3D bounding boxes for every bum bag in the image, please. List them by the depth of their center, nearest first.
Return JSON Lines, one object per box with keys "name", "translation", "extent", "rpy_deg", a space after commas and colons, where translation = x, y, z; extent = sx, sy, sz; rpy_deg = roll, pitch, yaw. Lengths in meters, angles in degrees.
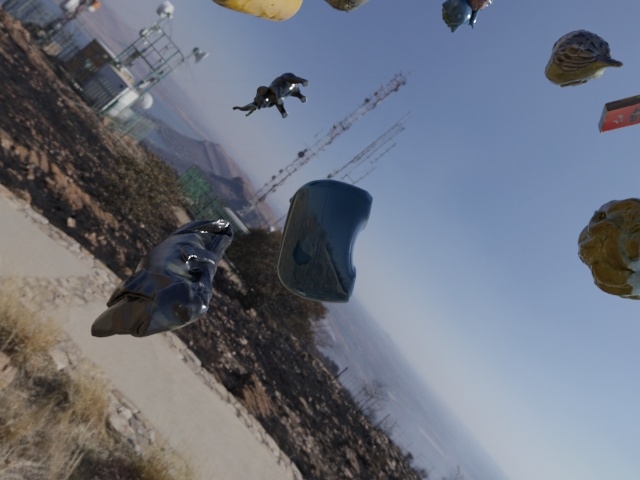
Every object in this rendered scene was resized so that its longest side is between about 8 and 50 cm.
{"name": "bum bag", "translation": [-0.211, 0.048, 0.583], "extent": [0.340, 0.144, 0.095], "rpy_deg": [-108, 178, -69]}

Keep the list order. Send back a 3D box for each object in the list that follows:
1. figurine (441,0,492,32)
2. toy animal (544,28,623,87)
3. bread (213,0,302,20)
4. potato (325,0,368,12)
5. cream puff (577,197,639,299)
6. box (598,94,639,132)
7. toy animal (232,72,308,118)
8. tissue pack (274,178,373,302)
{"name": "figurine", "translation": [0.477, -0.767, 1.291], "extent": [0.114, 0.178, 0.144], "rpy_deg": [46, 31, -38]}
{"name": "toy animal", "translation": [0.462, -0.325, 0.700], "extent": [0.098, 0.098, 0.137], "rpy_deg": [50, -5, -15]}
{"name": "bread", "translation": [-0.145, -0.608, 0.980], "extent": [0.305, 0.142, 0.091], "rpy_deg": [-36, 107, -58]}
{"name": "potato", "translation": [0.087, -0.662, 0.964], "extent": [0.165, 0.165, 0.262], "rpy_deg": [50, -15, -22]}
{"name": "cream puff", "translation": [0.892, 0.000, 1.190], "extent": [0.275, 0.323, 0.270], "rpy_deg": [28, 7, -19]}
{"name": "box", "translation": [0.665, -0.273, 0.834], "extent": [0.090, 0.134, 0.023], "rpy_deg": [37, 47, -60]}
{"name": "toy animal", "translation": [-0.158, -0.485, 1.370], "extent": [0.137, 0.270, 0.082], "rpy_deg": [51, -11, 33]}
{"name": "tissue pack", "translation": [0.000, 0.000, 0.960], "extent": [0.206, 0.287, 0.198], "rpy_deg": [11, -2, 2]}
